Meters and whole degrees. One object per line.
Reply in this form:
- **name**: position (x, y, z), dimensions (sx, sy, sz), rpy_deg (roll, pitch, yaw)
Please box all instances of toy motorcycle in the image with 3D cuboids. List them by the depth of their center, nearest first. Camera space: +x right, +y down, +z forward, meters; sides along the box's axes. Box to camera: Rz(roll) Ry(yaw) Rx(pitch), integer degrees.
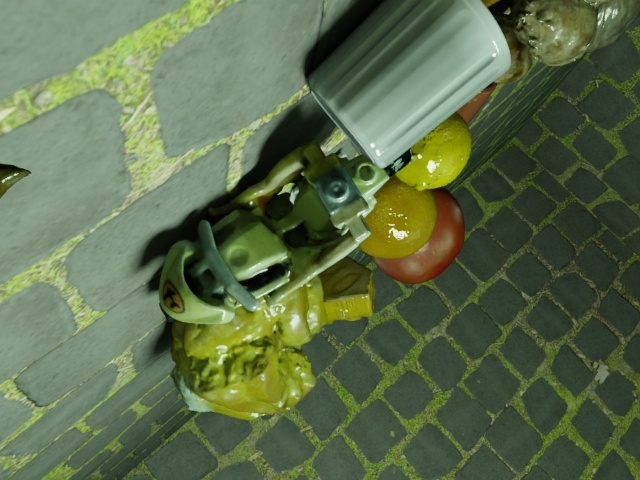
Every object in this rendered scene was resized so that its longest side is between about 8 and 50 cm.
- **toy motorcycle**: position (-0.074, -0.001, 0.869), dimensions (0.410, 0.169, 0.237), rpy_deg (-35, 179, 3)

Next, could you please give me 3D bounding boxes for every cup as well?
- **cup**: position (0.107, -0.204, 0.763), dimensions (0.202, 0.167, 0.221), rpy_deg (-41, 169, 5)

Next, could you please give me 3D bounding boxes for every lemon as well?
- **lemon**: position (0.220, -0.195, 1.220), dimensions (0.206, 0.173, 0.173), rpy_deg (-52, 176, -33)

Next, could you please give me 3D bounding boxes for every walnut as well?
- **walnut**: position (0.576, -0.507, 1.261), dimensions (0.224, 0.224, 0.224), rpy_deg (-42, 170, -9)

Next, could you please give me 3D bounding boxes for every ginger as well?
- **ginger**: position (0.442, -0.444, 1.069), dimensions (0.256, 0.176, 0.375), rpy_deg (-12, 150, -42)

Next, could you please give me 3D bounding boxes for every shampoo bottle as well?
- **shampoo bottle**: position (0.326, -0.310, 1.419), dimensions (0.085, 0.085, 0.244), rpy_deg (-39, 171, -24)

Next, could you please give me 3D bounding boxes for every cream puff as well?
- **cream puff**: position (-0.121, 0.206, 1.221), dimensions (0.378, 0.275, 0.378), rpy_deg (-45, 166, -15)

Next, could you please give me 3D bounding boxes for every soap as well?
- **soap**: position (0.019, 0.103, 1.428), dimensions (0.160, 0.257, 0.080), rpy_deg (-40, 137, -24)

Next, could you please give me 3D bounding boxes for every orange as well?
- **orange**: position (0.154, -0.065, 1.354), dimensions (0.236, 0.236, 0.236), rpy_deg (-42, 170, -9)

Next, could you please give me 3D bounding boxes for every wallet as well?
- **wallet**: position (-0.003, -0.113, 1.105), dimensions (0.122, 0.025, 0.061), rpy_deg (-39, 171, -18)

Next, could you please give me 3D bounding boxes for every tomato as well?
- **tomato**: position (0.280, -0.034, 1.828), dimensions (0.321, 0.321, 0.321), rpy_deg (-42, 170, -9)

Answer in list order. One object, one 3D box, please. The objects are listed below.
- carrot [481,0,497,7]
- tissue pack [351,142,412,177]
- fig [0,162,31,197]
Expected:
- **carrot**: position (0.214, -0.373, 0.638), dimensions (0.114, 0.114, 0.302), rpy_deg (-41, 169, -15)
- **tissue pack**: position (0.105, -0.176, 1.051), dimensions (0.090, 0.103, 0.170), rpy_deg (-37, 170, 8)
- **fig**: position (-0.240, -0.021, 0.337), dimensions (0.154, 0.103, 0.109), rpy_deg (-27, -175, -33)
